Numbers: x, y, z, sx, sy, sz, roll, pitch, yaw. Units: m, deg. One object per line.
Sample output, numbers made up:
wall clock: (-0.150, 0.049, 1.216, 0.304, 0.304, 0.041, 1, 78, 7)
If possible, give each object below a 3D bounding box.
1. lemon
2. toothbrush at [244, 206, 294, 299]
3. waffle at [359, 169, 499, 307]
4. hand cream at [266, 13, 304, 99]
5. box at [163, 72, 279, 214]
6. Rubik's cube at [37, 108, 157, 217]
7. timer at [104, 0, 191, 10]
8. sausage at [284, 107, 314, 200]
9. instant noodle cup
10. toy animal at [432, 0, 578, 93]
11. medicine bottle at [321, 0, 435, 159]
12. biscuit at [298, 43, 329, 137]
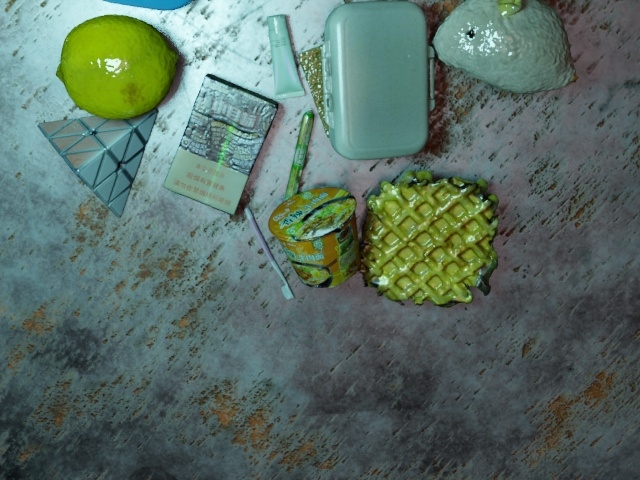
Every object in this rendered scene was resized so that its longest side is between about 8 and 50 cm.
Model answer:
lemon: (-0.481, -0.409, 1.736, 0.267, 0.267, 0.267, 0, 106, -1)
toothbrush: (-0.142, 0.038, 1.989, 0.025, 0.020, 0.286, -22, 106, 12)
waffle: (0.286, 0.001, 1.952, 0.379, 0.095, 0.382, 4, 109, -2)
hand cream: (-0.094, -0.457, 1.832, 0.078, 0.050, 0.205, -9, 110, 2)
box: (-0.252, -0.243, 1.871, 0.198, 0.084, 0.310, 22, 105, -7)
Rubik's cube: (-0.558, -0.215, 1.844, 0.228, 0.228, 0.233, 10, 66, -41)
timer: (-0.418, -0.693, 1.656, 0.308, 0.115, 0.340, 7, 140, -4)
sausage: (-0.055, -0.213, 1.910, 0.032, 0.033, 0.269, 12, 106, -5)
instant noodle cup: (0.000, 0.000, 1.876, 0.230, 0.230, 0.182, -15, 123, 3)
toy animal: (0.466, -0.478, 1.765, 0.358, 0.188, 0.227, 20, 110, -7)
medicine bottle: (0.139, -0.389, 1.800, 0.282, 0.123, 0.375, -6, 103, -11)
biscuit: (0.039, -0.385, 1.865, 0.131, 0.025, 0.231, -19, 107, 3)
